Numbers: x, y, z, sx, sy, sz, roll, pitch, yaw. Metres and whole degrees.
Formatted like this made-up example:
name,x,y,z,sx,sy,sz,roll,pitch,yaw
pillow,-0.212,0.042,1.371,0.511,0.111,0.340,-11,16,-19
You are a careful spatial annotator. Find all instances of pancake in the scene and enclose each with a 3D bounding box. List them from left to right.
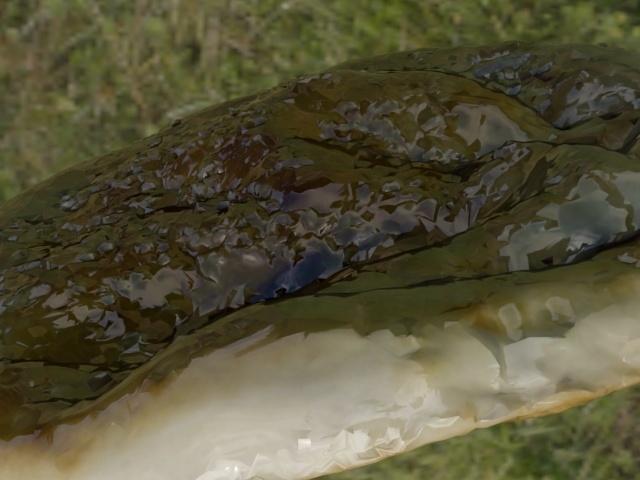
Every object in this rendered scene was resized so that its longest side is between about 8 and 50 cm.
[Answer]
name,x,y,z,sx,sy,sz,roll,pitch,yaw
pancake,-0.001,0.000,0.682,0.387,0.387,0.082,8,123,46
